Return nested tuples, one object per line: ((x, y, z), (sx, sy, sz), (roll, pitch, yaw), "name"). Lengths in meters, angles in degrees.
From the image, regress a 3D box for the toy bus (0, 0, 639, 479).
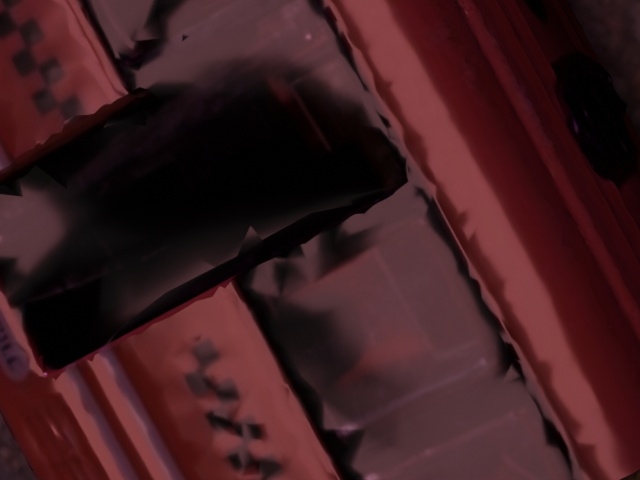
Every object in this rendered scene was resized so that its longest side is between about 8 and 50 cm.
((0.000, 0.000, 0.541), (0.233, 0.203, 0.427), (-28, 92, 21), "toy bus")

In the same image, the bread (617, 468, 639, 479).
((0.216, 0.051, 0.384), (0.208, 0.376, 0.251), (32, 127, 21), "bread")
